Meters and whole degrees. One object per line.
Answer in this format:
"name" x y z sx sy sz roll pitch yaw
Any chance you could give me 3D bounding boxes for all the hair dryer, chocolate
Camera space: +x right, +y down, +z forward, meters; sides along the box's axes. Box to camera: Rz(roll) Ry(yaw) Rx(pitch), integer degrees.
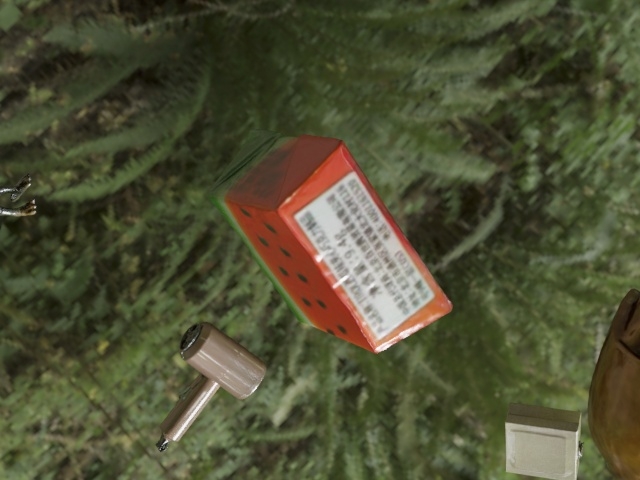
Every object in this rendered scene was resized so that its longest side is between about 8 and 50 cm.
"hair dryer" -0.170 0.209 1.508 0.182 0.117 0.064 -53 -161 -2
"chocolate" 0.000 0.000 1.851 0.161 0.360 0.341 -42 -158 -16

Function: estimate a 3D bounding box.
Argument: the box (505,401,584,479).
"box" 0.245 0.221 1.212 0.035 0.083 0.079 -62 153 -50

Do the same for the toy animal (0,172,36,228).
"toy animal" -0.285 -0.035 0.893 0.062 0.220 0.108 -21 162 31

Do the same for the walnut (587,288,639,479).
"walnut" 0.209 0.038 0.529 0.207 0.116 0.116 -45 159 -5
